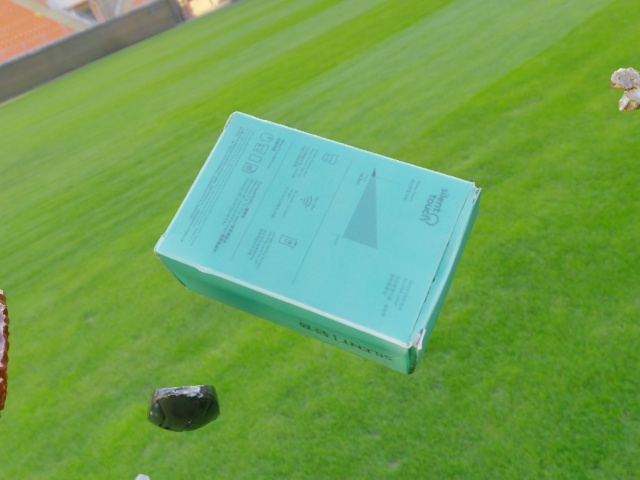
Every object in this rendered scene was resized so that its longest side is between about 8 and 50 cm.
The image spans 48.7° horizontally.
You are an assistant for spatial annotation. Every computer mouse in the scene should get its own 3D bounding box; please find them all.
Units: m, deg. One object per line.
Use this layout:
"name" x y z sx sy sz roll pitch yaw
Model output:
"computer mouse" -0.229 0.282 1.185 0.122 0.073 0.217 1 -13 -13

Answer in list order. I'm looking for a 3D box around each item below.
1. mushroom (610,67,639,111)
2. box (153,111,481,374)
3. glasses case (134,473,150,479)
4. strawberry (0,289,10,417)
"mushroom" 0.259 0.001 0.375 0.028 0.026 0.286 -13 55 -40
"box" 0.000 0.000 0.804 0.311 0.118 0.205 18 70 17
"glasses case" -0.361 0.521 1.396 0.045 0.067 0.178 17 0 -13
"strawberry" -0.450 0.147 0.846 0.106 0.188 0.286 -28 41 28
